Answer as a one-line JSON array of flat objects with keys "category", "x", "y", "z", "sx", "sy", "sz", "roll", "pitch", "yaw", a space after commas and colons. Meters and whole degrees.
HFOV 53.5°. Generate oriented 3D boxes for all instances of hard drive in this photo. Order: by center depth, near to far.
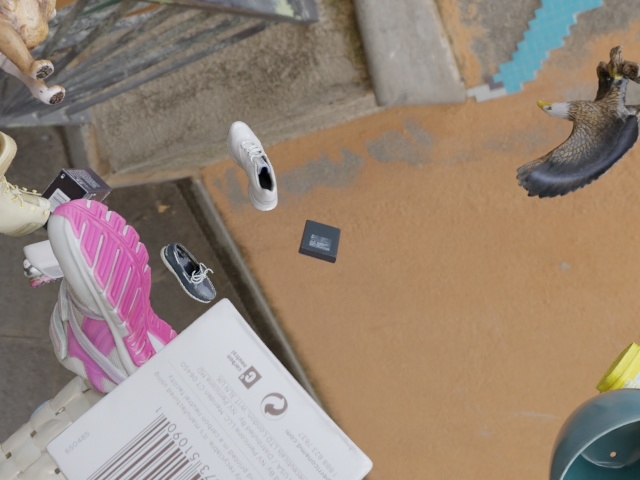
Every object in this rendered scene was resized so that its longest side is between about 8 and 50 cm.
[{"category": "hard drive", "x": 0.000, "y": 0.000, "z": 1.590, "sx": 0.135, "sy": 0.094, "sz": 0.022, "roll": -78, "pitch": -175, "yaw": -56}]

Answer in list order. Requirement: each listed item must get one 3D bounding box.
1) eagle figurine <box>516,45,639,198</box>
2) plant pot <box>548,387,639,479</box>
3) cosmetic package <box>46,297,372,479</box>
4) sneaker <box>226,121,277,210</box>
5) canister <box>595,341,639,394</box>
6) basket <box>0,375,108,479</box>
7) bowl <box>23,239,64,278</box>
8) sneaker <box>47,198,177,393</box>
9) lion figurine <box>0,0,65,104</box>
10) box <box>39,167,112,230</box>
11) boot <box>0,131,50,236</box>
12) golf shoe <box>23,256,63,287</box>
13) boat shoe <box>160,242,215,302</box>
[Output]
[{"category": "eagle figurine", "x": 0.519, "y": -0.210, "z": 1.243, "sx": 0.226, "sy": 0.225, "sz": 0.298, "roll": 10, "pitch": 103, "yaw": -36}, {"category": "plant pot", "x": 0.480, "y": 0.343, "z": 0.970, "sx": 0.195, "sy": 0.290, "sz": 0.290, "roll": -73, "pitch": 144, "yaw": -74}, {"category": "cosmetic package", "x": -0.070, "y": 0.163, "z": 0.479, "sx": 0.151, "sy": 0.183, "sz": 0.151, "roll": -40, "pitch": 77, "yaw": -11}, {"category": "sneaker", "x": -0.197, "y": -0.243, "z": 1.949, "sx": 0.111, "sy": 0.129, "sz": 0.297, "roll": -22, "pitch": 79, "yaw": -22}, {"category": "canister", "x": 0.617, "y": 0.288, "z": 1.175, "sx": 0.170, "sy": 0.073, "sz": 0.126, "roll": 41, "pitch": 51, "yaw": 20}, {"category": "basket", "x": -0.264, "y": 0.317, "z": 0.765, "sx": 0.255, "sy": 0.201, "sz": 0.289, "roll": -44, "pitch": 148, "yaw": -14}, {"category": "bowl", "x": -0.562, "y": 0.040, "z": 1.395, "sx": 0.142, "sy": 0.142, "sz": 0.053, "roll": 108, "pitch": -34, "yaw": -73}, {"category": "sneaker", "x": -0.230, "y": 0.076, "z": 0.648, "sx": 0.103, "sy": 0.111, "sz": 0.252, "roll": -84, "pitch": 165, "yaw": -59}, {"category": "lion figurine", "x": -0.533, "y": -0.254, "z": 0.927, "sx": 0.392, "sy": 0.142, "sz": 0.240, "roll": -40, "pitch": 82, "yaw": -12}, {"category": "box", "x": -0.663, "y": -0.107, "z": 1.692, "sx": 0.093, "sy": 0.156, "sz": 0.158, "roll": 42, "pitch": 9, "yaw": -2}, {"category": "boot", "x": -0.639, "y": -0.104, "z": 1.298, "sx": 0.203, "sy": 0.262, "sz": 0.095, "roll": 13, "pitch": 38, "yaw": -56}, {"category": "golf shoe", "x": -0.703, "y": 0.067, "z": 1.663, "sx": 0.186, "sy": 0.068, "sz": 0.085, "roll": -26, "pitch": 94, "yaw": -80}, {"category": "boat shoe", "x": -0.434, "y": 0.108, "z": 2.156, "sx": 0.254, "sy": 0.079, "sz": 0.095, "roll": 56, "pitch": 38, "yaw": -19}]
